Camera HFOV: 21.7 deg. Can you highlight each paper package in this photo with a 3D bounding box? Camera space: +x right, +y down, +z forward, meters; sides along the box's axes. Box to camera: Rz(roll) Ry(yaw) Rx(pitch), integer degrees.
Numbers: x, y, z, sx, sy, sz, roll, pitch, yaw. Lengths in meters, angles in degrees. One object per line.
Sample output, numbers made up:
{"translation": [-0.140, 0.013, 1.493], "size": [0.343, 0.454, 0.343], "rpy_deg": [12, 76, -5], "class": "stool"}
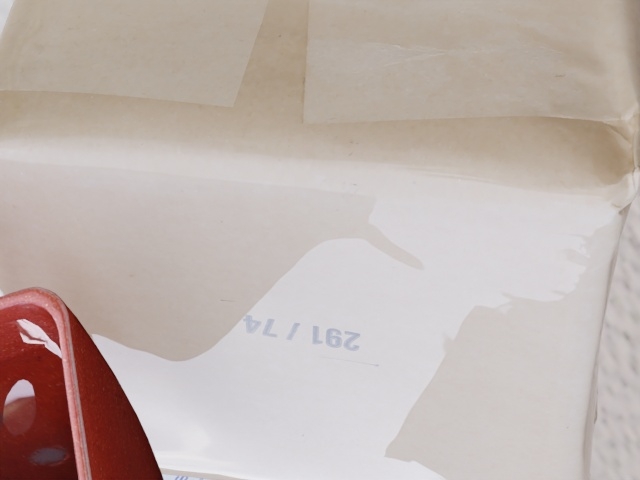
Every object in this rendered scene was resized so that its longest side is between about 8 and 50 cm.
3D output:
{"translation": [0.000, 0.000, 0.906], "size": [0.309, 0.325, 0.168], "rpy_deg": [85, -167, -51], "class": "paper package"}

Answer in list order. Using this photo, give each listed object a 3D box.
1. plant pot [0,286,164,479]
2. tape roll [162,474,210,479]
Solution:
{"translation": [-0.177, 0.213, 0.780], "size": [0.236, 0.267, 0.267], "rpy_deg": [53, -158, -64], "class": "plant pot"}
{"translation": [-0.055, 0.241, 1.334], "size": [0.275, 0.090, 0.274], "rpy_deg": [17, 111, 54], "class": "tape roll"}
